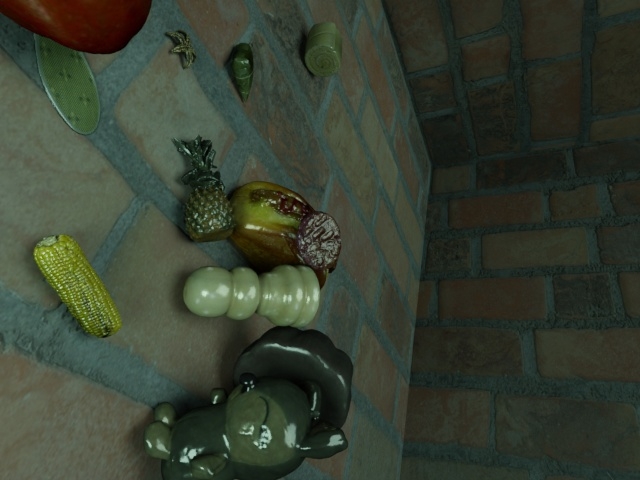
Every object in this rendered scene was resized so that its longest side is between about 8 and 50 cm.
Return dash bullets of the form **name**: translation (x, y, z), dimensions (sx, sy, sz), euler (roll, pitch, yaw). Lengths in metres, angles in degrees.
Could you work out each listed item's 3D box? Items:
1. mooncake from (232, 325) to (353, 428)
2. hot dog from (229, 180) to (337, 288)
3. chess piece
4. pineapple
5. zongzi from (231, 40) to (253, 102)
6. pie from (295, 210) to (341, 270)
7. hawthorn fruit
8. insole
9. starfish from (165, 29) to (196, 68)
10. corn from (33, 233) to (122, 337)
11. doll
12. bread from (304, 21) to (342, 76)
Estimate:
- **mooncake**: translation (-0.066, 0.358, 1.104), dimensions (0.154, 0.307, 0.305), euler (-49, 130, -73)
- **hot dog**: translation (-0.081, 0.010, 1.222), dimensions (0.405, 0.223, 0.185), euler (58, 39, -42)
- **chess piece**: translation (-0.167, 0.128, 1.021), dimensions (0.300, 0.167, 0.166), euler (6, 78, -33)
- **pineapple**: translation (-0.270, -0.124, 1.012), dimensions (0.125, 0.125, 0.251), euler (2, 74, -64)
- **zongzi**: translation (-0.218, -0.493, 1.248), dimensions (0.130, 0.062, 0.154), euler (87, 1, -48)
- **pie**: translation (0.000, 0.000, 1.108), dimensions (0.155, 0.036, 0.154), euler (3, 86, -42)
- **hawthorn fruit**: translation (-0.382, -0.430, 0.620), dimensions (0.311, 0.295, 0.295), euler (57, 37, -27)
- **insole**: translation (-0.458, -0.348, 0.764), dimensions (0.109, 0.007, 0.321), euler (-28, 112, -62)
- **starfish**: translation (-0.326, -0.458, 1.024), dimensions (0.091, 0.028, 0.078), euler (43, 50, -47)
- **corn**: translation (-0.403, 0.081, 0.730), dimensions (0.072, 0.072, 0.203), euler (-57, 136, -51)
- **doll**: translation (-0.145, 0.458, 0.931), dimensions (0.252, 0.383, 0.378), euler (-115, -161, -59)
- **bread**: translation (0.012, -0.718, 1.632), dimensions (0.148, 0.134, 0.141), euler (64, 27, -58)
